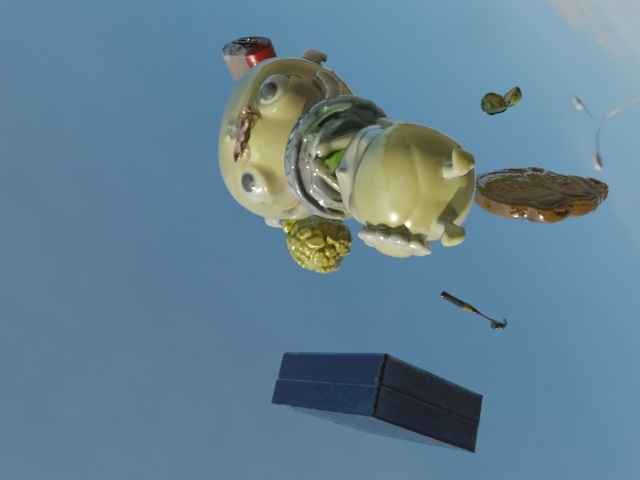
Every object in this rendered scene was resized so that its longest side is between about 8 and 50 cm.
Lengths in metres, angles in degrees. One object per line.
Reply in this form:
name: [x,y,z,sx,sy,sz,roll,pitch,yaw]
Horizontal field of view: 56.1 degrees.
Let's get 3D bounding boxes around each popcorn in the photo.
popcorn: [-0.009,-0.008,1.863,0.217,0.181,0.235,38,-158,10]

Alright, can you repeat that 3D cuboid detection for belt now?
belt: [-0.236,-0.616,2.005,0.128,0.201,0.124,-55,-40,-31]

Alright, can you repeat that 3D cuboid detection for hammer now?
hammer: [0.394,0.179,1.552,0.078,0.021,0.201,4,-162,-43]

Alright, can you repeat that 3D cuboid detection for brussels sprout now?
brussels sprout: [0.375,-0.286,1.236,0.051,0.083,0.046,15,-107,-52]

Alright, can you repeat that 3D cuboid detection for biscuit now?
biscuit: [0.608,-0.137,1.665,0.381,0.074,0.359,-8,-154,-10]

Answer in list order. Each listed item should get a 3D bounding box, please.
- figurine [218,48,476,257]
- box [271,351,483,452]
figurine: [0.051,-0.088,0.655,0.275,0.394,0.226,2,-75,-26]
box: [0.100,0.288,1.093,0.261,0.279,0.116,27,-115,-33]
